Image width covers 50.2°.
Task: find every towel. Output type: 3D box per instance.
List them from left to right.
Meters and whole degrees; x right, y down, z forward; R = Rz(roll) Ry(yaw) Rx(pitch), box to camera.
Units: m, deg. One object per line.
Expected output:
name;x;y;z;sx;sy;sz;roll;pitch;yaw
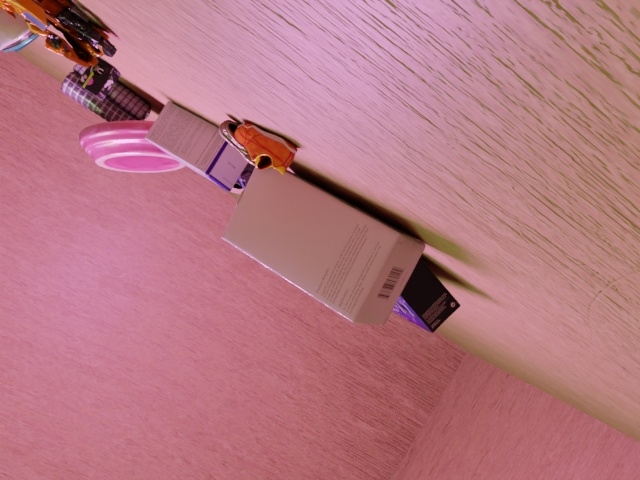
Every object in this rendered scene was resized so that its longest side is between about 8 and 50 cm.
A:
towel;-0.624;-0.403;1.992;0.235;0.121;0.283;34;176;-16

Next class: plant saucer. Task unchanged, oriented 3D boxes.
plant saucer;-0.501;-0.254;1.914;0.331;0.084;0.332;-2;173;0

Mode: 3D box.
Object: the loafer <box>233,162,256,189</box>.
loafer;-0.230;-0.183;1.891;0.080;0.078;0.220;33;176;-4

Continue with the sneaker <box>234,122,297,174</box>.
sneaker;-0.114;-0.170;1.255;0.064;0.067;0.175;34;178;-41

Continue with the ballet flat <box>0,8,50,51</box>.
ballet flat;-0.679;-0.487;1.491;0.139;0.139;0.400;35;176;-28

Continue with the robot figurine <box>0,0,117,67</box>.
robot figurine;-0.505;-0.411;1.220;0.211;0.085;0.291;30;175;42

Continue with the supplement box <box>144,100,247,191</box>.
supplement box;-0.290;-0.225;1.626;0.220;0.114;0.111;29;176;25

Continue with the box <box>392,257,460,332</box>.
box;0.194;0.101;1.654;0.184;0.103;0.261;51;171;-15

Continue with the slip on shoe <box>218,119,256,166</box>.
slip on shoe;-0.140;-0.192;1.358;0.135;0.051;0.041;40;162;-19

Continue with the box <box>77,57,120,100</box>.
box;-0.548;-0.400;1.690;0.062;0.083;0.052;32;176;3

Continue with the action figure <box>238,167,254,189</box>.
action figure;-0.083;-0.094;1.726;0.342;0.178;0.330;59;173;8

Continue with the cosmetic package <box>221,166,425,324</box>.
cosmetic package;0.000;0.000;1.397;0.365;0.197;0.155;32;-172;30

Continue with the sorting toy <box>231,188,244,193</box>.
sorting toy;-0.269;-0.203;2.125;0.192;0.038;0.208;15;162;36
